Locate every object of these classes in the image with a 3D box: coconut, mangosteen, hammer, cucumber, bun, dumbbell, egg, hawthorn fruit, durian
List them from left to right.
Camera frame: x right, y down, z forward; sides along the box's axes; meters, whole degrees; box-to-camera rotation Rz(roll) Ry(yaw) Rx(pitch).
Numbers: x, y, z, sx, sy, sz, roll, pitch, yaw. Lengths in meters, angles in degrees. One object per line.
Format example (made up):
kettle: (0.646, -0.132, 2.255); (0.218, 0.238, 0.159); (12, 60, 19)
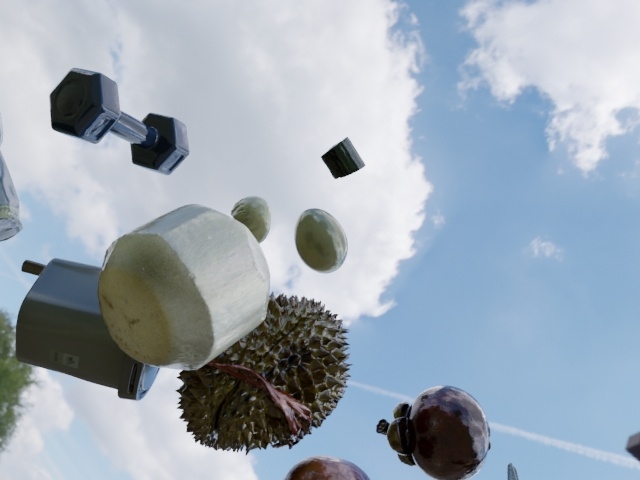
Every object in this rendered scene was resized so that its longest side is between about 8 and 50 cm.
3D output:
hammer: (-0.638, 0.124, 1.406); (0.365, 0.111, 0.043); (18, -1, -6)
dumbbell: (-0.446, -0.260, 1.162); (0.159, 0.324, 0.144); (15, -92, 23)
coconut: (-0.198, 0.063, 0.800); (0.237, 0.265, 0.238); (12, -67, 31)
bun: (-0.224, -0.057, 1.571); (0.188, 0.110, 0.164); (172, -81, -65)
durian: (-0.123, 0.279, 1.080); (0.347, 0.384, 0.348); (24, -56, 40)
egg: (0.000, 0.000, 1.810); (0.186, 0.185, 0.242); (-28, -102, 48)
hawthorn fruit: (0.021, 0.542, 1.032); (0.224, 0.260, 0.224); (-3, -95, 36)
cucumber: (0.077, -0.261, 1.626); (0.115, 0.116, 0.062); (56, -14, -15)
mangosteen: (0.257, 0.444, 1.170); (0.257, 0.215, 0.215); (0, -59, 6)

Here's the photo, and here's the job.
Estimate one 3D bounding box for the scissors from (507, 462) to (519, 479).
scissors: (0.395, 0.625, 0.974); (0.192, 0.447, 0.029); (12, -58, 5)

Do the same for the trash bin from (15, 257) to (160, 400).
trash bin: (-0.412, 0.157, 0.968); (0.249, 0.219, 0.220); (17, -57, -11)

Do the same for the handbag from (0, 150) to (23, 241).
handbag: (-0.709, -0.100, 0.912); (0.222, 0.263, 0.241); (-24, -90, 63)

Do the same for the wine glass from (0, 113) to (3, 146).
wine glass: (-0.840, -0.224, 1.226); (0.126, 0.126, 0.242); (-25, -115, 48)
